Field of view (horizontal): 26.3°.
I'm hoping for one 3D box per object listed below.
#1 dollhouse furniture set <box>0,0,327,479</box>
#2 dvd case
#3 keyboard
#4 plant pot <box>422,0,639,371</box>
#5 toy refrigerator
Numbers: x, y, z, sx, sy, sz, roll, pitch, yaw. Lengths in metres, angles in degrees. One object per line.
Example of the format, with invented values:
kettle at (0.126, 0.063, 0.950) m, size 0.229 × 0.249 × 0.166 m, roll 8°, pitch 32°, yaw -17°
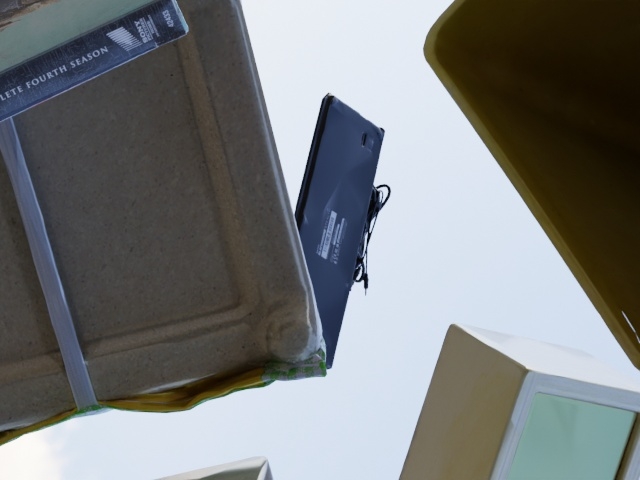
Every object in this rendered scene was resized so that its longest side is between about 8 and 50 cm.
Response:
dollhouse furniture set at (-0.097, 0.049, 0.528) m, size 0.197 × 0.301 × 0.151 m, roll -13°, pitch -172°, yaw -1°
dvd case at (-0.096, -0.046, 0.332) m, size 0.119 × 0.013 × 0.087 m, roll -26°, pitch -144°, yaw -2°
keyboard at (0.000, 0.000, 0.970) m, size 0.038 × 0.100 × 0.192 m, roll 3°, pitch -109°, yaw 38°
plant pot at (0.211, -0.063, 0.580) m, size 0.212 × 0.187 × 0.212 m, roll -47°, pitch -133°, yaw 21°
toy refrigerator at (0.096, 0.194, 0.786) m, size 0.094 × 0.102 × 0.269 m, roll 32°, pitch -74°, yaw 62°
